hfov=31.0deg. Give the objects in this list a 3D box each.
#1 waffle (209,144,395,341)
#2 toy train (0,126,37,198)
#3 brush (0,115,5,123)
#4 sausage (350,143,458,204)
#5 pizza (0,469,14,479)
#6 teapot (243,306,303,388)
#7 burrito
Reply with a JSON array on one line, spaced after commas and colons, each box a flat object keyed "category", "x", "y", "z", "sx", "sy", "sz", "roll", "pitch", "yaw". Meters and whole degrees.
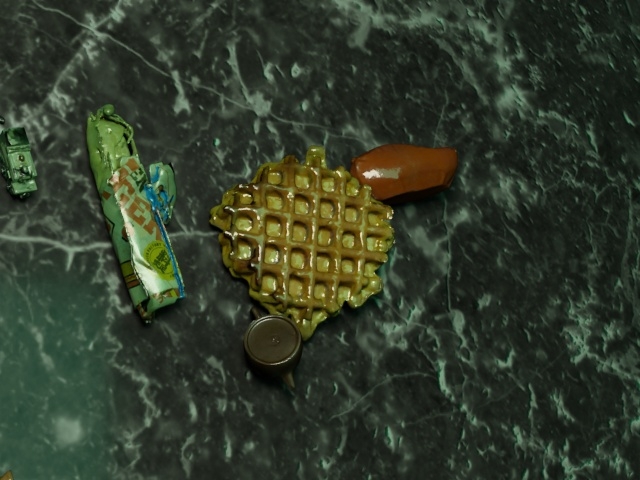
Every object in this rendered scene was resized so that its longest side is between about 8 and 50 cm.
[{"category": "waffle", "x": -0.016, "y": -0.002, "z": 1.566, "sx": 0.243, "sy": 0.059, "sz": 0.238, "roll": 49, "pitch": 65, "yaw": -5}, {"category": "toy train", "x": -0.374, "y": -0.095, "z": 1.425, "sx": 0.033, "sy": 0.053, "sz": 0.083, "roll": -13, "pitch": 75, "yaw": -32}, {"category": "brush", "x": -0.434, "y": -0.168, "z": 1.449, "sx": 0.083, "sy": 0.008, "sz": 0.024, "roll": 28, "pitch": 56, "yaw": -15}, {"category": "sausage", "x": 0.123, "y": -0.096, "z": 1.674, "sx": 0.179, "sy": 0.089, "sz": 0.089, "roll": -8, "pitch": 74, "yaw": -25}, {"category": "pizza", "x": -0.444, "y": 0.319, "z": 1.179, "sx": 0.440, "sy": 0.130, "sz": 0.406, "roll": -30, "pitch": 86, "yaw": -23}, {"category": "teapot", "x": -0.063, "y": 0.137, "z": 1.494, "sx": 0.076, "sy": 0.068, "sz": 0.121, "roll": -26, "pitch": 61, "yaw": -13}, {"category": "burrito", "x": -0.227, "y": -0.039, "z": 1.481, "sx": 0.104, "sy": 0.054, "sz": 0.288, "roll": -12, "pitch": 76, "yaw": -32}]
